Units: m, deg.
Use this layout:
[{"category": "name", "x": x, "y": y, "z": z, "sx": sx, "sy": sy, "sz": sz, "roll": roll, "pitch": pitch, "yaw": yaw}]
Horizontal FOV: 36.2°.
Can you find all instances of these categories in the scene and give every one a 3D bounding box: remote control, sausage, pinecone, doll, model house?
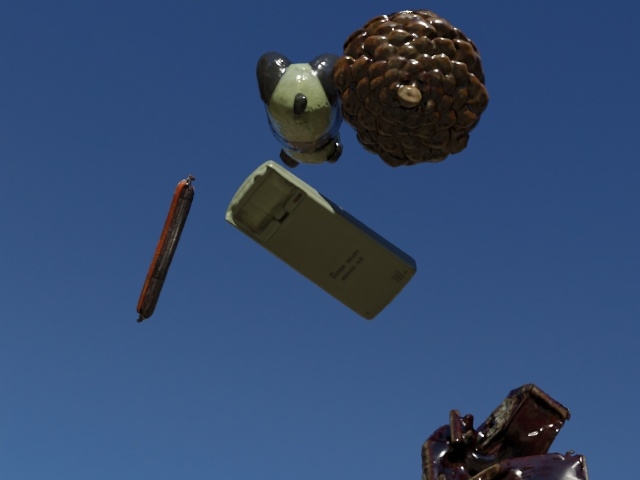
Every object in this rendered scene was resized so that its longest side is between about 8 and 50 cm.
[{"category": "remote control", "x": 0.000, "y": 0.000, "z": 1.449, "sx": 0.285, "sy": 0.038, "sz": 0.123, "roll": 34, "pitch": -66, "yaw": -12}, {"category": "sausage", "x": -0.190, "y": 0.012, "z": 1.199, "sx": 0.025, "sy": 0.028, "sz": 0.198, "roll": 20, "pitch": -81, "yaw": -6}, {"category": "pinecone", "x": 0.131, "y": -0.225, "z": 1.418, "sx": 0.224, "sy": 0.272, "sz": 0.224, "roll": 2, "pitch": -69, "yaw": 6}, {"category": "doll", "x": -0.028, "y": -0.210, "z": 1.590, "sx": 0.144, "sy": 0.135, "sz": 0.234, "roll": 1, "pitch": -22, "yaw": 5}, {"category": "model house", "x": 0.198, "y": 0.243, "z": 1.036, "sx": 0.141, "sy": 0.203, "sz": 0.164, "roll": 20, "pitch": -50, "yaw": -22}]
